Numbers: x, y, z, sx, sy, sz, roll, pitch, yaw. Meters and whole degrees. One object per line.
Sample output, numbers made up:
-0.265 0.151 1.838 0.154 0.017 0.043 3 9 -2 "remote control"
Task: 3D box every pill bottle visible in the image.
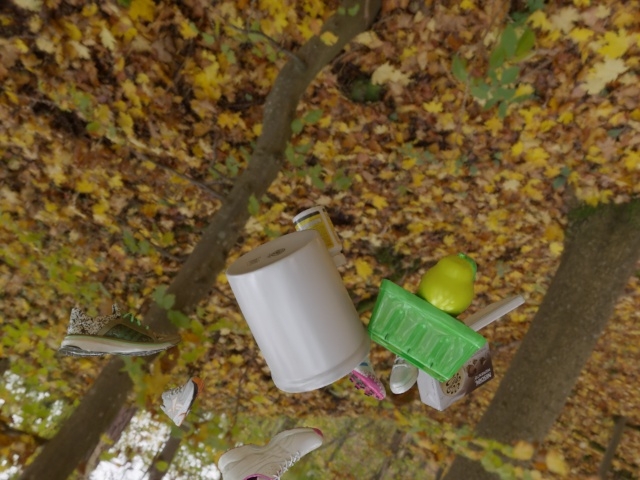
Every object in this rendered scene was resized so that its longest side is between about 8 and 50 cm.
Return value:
0.000 0.000 1.814 0.119 0.119 0.208 101 145 -81 "pill bottle"

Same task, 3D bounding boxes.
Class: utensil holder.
-0.065 0.199 1.645 0.328 0.328 0.385 10 125 66 "utensil holder"

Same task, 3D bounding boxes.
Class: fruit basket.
0.363 0.216 1.748 0.392 0.392 0.283 27 166 13 "fruit basket"

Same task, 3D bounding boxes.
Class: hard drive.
0.610 0.305 2.103 0.040 0.308 0.203 62 155 8 "hard drive"

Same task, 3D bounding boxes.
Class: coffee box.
0.524 0.510 2.136 0.119 0.297 0.168 8 114 60 "coffee box"

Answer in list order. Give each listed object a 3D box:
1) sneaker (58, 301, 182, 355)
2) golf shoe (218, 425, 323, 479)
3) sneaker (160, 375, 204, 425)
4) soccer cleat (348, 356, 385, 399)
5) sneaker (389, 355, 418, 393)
-0.660 0.297 1.858 0.411 0.181 0.158 10 160 -40 "sneaker"
-0.127 0.627 1.541 0.140 0.306 0.115 -119 17 -48 "golf shoe"
-0.518 0.571 1.996 0.121 0.262 0.099 33 -147 2 "sneaker"
0.138 0.432 1.968 0.331 0.143 0.116 45 154 -14 "soccer cleat"
0.286 0.398 1.961 0.108 0.292 0.169 -18 108 29 "sneaker"
